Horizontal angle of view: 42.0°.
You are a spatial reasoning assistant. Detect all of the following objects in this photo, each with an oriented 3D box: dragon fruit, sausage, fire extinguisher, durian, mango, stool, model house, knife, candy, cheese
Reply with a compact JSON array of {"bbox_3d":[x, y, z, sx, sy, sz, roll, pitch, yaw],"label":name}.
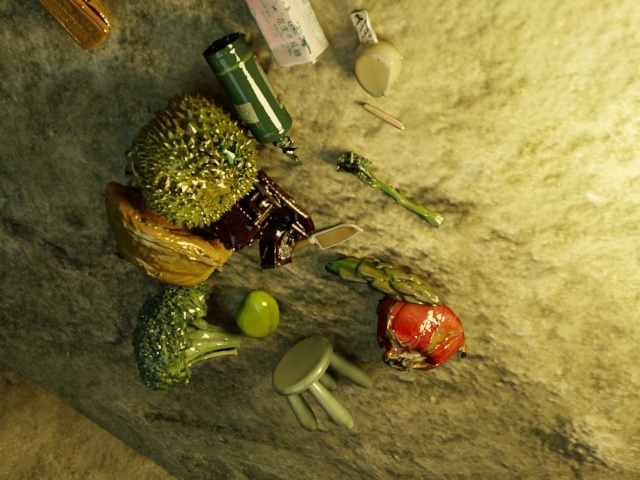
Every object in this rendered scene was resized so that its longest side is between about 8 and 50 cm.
[{"bbox_3d":[0.215,0.239,1.954,0.218,0.148,0.224,-1,131,36],"label":"dragon fruit"},{"bbox_3d":[0.122,-0.240,1.615,0.100,0.015,0.015,30,142,4],"label":"sausage"},{"bbox_3d":[-0.124,-0.277,1.697,0.118,0.093,0.294,24,151,57],"label":"fire extinguisher"},{"bbox_3d":[-0.251,-0.171,1.761,0.225,0.291,0.291,1,132,44],"label":"durian"},{"bbox_3d":[-0.165,0.202,2.239,0.117,0.089,0.163,34,142,0],"label":"mango"},{"bbox_3d":[0.002,0.387,2.235,0.195,0.195,0.198,-18,121,45],"label":"stool"},{"bbox_3d":[-0.129,-0.029,1.907,0.203,0.164,0.141,39,147,-8],"label":"model house"},{"bbox_3d":[0.000,-0.001,1.955,0.256,0.022,0.046,-19,109,41],"label":"knife"},{"bbox_3d":[-0.059,-0.401,1.526,0.092,0.073,0.160,2,133,41],"label":"candy"},{"bbox_3d":[0.100,-0.335,1.502,0.092,0.047,0.171,16,138,20],"label":"cheese"}]

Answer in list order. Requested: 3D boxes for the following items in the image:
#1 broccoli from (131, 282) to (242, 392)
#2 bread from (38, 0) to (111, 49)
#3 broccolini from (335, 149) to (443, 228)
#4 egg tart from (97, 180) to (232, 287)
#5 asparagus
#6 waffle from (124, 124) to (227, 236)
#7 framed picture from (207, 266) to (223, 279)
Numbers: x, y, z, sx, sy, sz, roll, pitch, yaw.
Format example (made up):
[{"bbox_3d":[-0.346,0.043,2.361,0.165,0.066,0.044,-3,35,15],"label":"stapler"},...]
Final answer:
[{"bbox_3d":[-0.394,0.247,2.360,0.249,0.302,0.375,39,127,31],"label":"broccoli"},{"bbox_3d":[-0.522,-0.499,1.753,0.116,0.077,0.200,-18,121,44],"label":"bread"},{"bbox_3d":[0.147,-0.112,1.733,0.254,0.071,0.057,29,101,-4],"label":"broccolini"},{"bbox_3d":[-0.367,-0.004,1.909,0.339,0.153,0.351,32,-178,-10],"label":"egg tart"},{"bbox_3d":[0.150,0.089,1.906,0.287,0.080,0.080,23,141,23],"label":"asparagus"},{"bbox_3d":[-0.344,-0.136,2.021,0.297,0.073,0.317,32,145,2],"label":"waffle"},{"bbox_3d":[-0.391,0.023,2.244,0.250,0.016,0.184,41,149,-13],"label":"framed picture"}]
